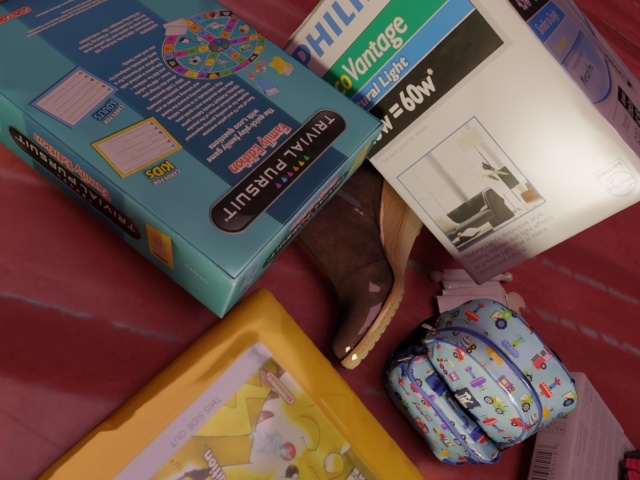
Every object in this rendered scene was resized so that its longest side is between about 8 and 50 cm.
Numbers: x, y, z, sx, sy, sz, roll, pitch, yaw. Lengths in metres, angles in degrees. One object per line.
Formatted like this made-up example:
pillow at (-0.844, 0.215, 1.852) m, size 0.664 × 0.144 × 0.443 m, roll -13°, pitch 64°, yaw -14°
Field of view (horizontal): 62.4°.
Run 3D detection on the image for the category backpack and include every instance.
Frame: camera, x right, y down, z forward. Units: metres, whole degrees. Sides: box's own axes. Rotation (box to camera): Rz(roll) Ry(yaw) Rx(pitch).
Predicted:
backpack at (0.162, 0.146, 0.546) m, size 0.116 × 0.173 × 0.158 m, roll -33°, pitch 81°, yaw -24°

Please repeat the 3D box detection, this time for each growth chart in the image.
growth chart at (0.215, 0.143, 0.689) m, size 0.171 × 0.021 × 0.238 m, roll 12°, pitch 64°, yaw -26°

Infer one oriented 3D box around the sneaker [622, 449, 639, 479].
sneaker at (0.545, 0.345, 0.729) m, size 0.299 × 0.112 × 0.121 m, roll 12°, pitch 64°, yaw -36°

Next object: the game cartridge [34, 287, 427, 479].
game cartridge at (-0.074, 0.244, 0.458) m, size 0.285 × 0.052 × 0.323 m, roll 50°, pitch 53°, yaw -2°

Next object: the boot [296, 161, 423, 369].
boot at (0.000, 0.000, 0.606) m, size 0.206 × 0.090 × 0.249 m, roll 27°, pitch 59°, yaw -4°

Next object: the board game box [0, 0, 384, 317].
board game box at (-0.142, -0.127, 0.522) m, size 0.336 × 0.079 × 0.254 m, roll 38°, pitch 55°, yaw 4°

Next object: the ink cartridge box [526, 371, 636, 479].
ink cartridge box at (0.353, 0.310, 0.692) m, size 0.225 × 0.056 × 0.181 m, roll 49°, pitch 51°, yaw -26°

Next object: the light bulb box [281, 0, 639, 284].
light bulb box at (0.207, -0.207, 0.670) m, size 0.361 × 0.225 × 0.358 m, roll 48°, pitch 39°, yaw -4°
